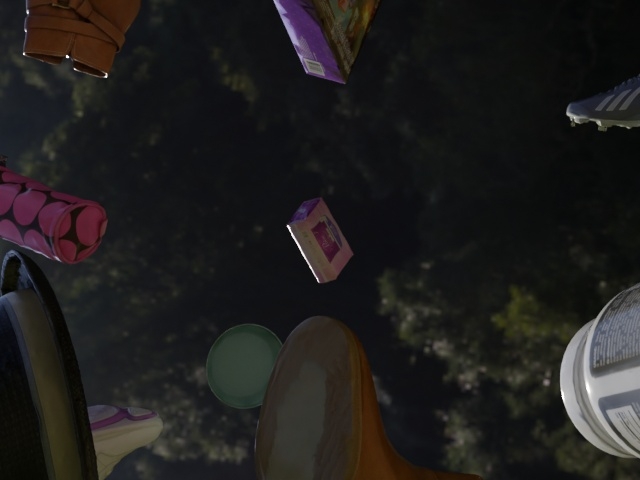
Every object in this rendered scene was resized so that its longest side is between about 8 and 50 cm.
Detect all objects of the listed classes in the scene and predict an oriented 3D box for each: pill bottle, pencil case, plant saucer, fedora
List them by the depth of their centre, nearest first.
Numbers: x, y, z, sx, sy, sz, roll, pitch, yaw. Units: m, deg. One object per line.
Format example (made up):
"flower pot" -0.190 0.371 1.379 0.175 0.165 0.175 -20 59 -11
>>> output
"fedora" -0.308 0.181 1.162 0.334 0.152 0.334 170 90 -67
"pill bottle" 0.402 0.127 1.318 0.363 0.210 0.210 139 146 -70
"pencil case" -0.354 -0.036 1.585 0.098 0.209 0.095 2 -74 -49
"plant saucer" -0.106 0.174 1.769 0.021 0.119 0.119 9 87 66

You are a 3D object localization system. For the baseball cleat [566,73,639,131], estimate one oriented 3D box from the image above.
"baseball cleat" 0.419 -0.195 1.668 0.072 0.205 0.110 -2 -82 -47

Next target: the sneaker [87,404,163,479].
"sneaker" -0.358 0.336 1.824 0.114 0.305 0.152 -109 -4 -79

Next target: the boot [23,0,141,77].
"boot" -0.403 -0.372 1.849 0.109 0.283 0.220 173 114 -72

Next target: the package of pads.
"package of pads" 0.000 0.000 1.393 0.083 0.032 0.050 61 -141 -22

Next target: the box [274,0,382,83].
"box" 0.014 -0.331 1.397 0.293 0.057 0.201 59 -129 -66

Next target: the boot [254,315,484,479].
"boot" 0.057 0.197 1.007 0.211 0.104 0.295 -4 -82 -44
